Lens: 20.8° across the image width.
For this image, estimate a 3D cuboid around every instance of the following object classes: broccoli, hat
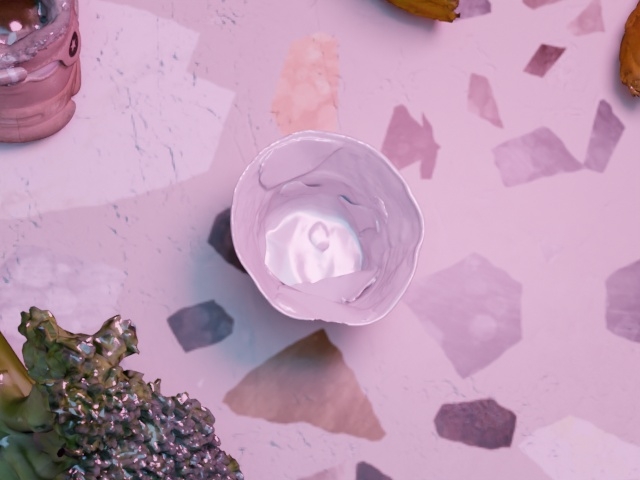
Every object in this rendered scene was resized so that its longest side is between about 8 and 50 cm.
[{"bbox_3d":[-0.249,0.216,1.607,0.275,0.397,0.353,-3,97,-46],"label":"broccoli"},{"bbox_3d":[0.000,0.000,1.735,0.203,0.126,0.203,2,77,-7],"label":"hat"}]

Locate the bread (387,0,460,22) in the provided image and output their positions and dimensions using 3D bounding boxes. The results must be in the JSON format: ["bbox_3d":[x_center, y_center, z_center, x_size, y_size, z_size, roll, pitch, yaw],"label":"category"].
[{"bbox_3d":[0.089,-0.365,1.817,0.147,0.160,0.260,6,83,0],"label":"bread"}]

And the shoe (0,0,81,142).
[{"bbox_3d":[-0.309,-0.285,1.722,0.172,0.198,0.351,-12,80,-11],"label":"shoe"}]

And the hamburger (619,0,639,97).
[{"bbox_3d":[0.409,-0.261,1.848,0.124,0.131,0.262,26,71,-1],"label":"hamburger"}]
